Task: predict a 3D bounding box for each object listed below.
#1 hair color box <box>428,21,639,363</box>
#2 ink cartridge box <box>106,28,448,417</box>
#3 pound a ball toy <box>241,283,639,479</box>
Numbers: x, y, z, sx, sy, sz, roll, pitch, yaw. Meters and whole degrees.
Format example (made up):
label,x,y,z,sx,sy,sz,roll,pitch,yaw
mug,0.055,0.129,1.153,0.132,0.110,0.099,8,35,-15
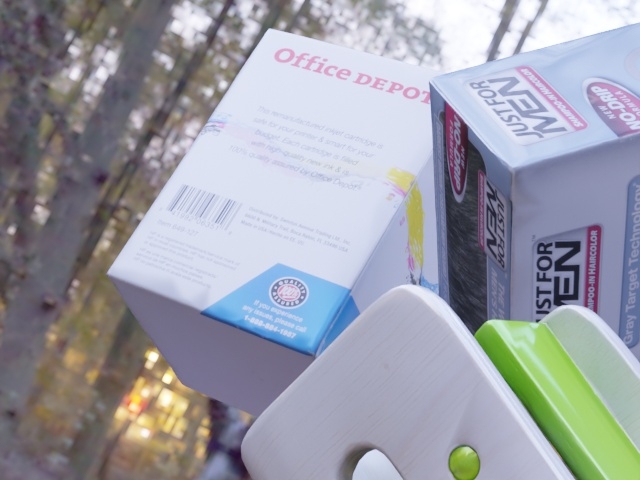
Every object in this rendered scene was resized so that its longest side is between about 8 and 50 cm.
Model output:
label,x,y,z,sx,sy,sz,roll,pitch,yaw
hair color box,0.260,-0.044,0.875,0.113,0.374,0.185,-123,-159,-49
ink cartridge box,0.000,0.000,1.025,0.171,0.232,0.168,20,-25,27
pound a ball toy,0.127,0.177,0.496,0.208,0.136,0.319,8,41,-51
